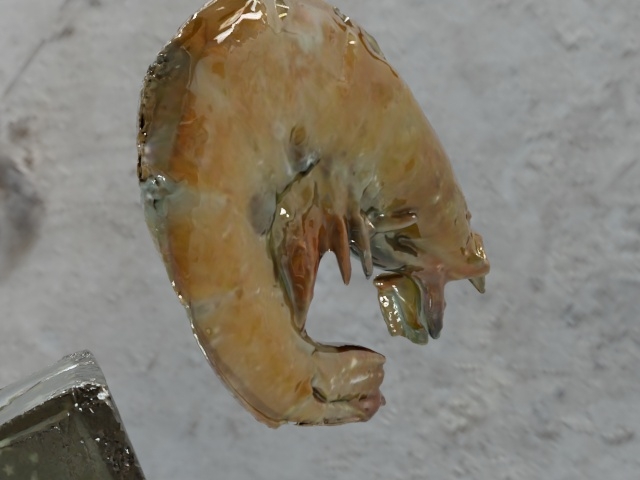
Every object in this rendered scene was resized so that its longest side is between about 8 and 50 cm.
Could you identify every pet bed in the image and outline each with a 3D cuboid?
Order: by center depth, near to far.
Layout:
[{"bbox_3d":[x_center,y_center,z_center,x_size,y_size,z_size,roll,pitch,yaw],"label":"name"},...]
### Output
[{"bbox_3d":[-0.195,0.187,1.160,0.159,0.183,0.211,-23,10,-9],"label":"pet bed"}]

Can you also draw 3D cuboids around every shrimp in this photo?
[{"bbox_3d":[-0.003,-0.001,0.556,0.051,0.187,0.132,9,71,40],"label":"shrimp"}]
